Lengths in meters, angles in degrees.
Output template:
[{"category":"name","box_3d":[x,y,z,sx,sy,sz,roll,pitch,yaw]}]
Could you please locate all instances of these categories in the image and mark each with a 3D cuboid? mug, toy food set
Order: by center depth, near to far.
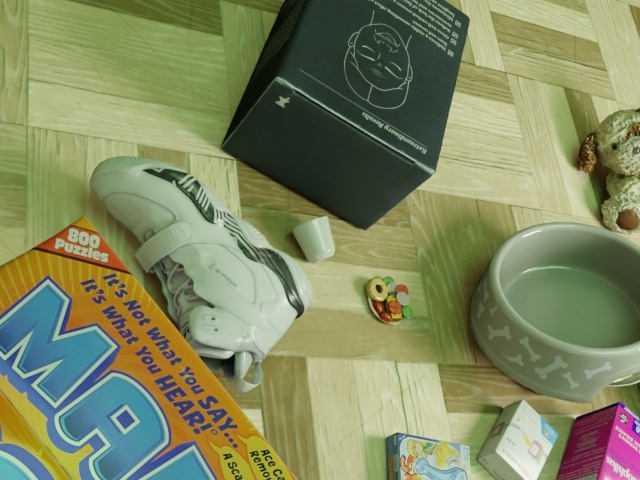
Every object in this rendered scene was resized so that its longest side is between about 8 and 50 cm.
[{"category":"mug","box_3d":[0.000,0.000,1.468,0.078,0.062,0.064,-17,82,-31]},{"category":"toy food set","box_3d":[0.115,0.098,1.508,0.082,0.020,0.083,-2,66,-33]}]

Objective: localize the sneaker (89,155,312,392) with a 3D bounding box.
[{"category":"sneaker","box_3d":[-0.189,0.048,1.268,0.365,0.137,0.210,37,48,-14]}]

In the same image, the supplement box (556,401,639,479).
[{"category":"supplement box","box_3d":[0.470,0.394,1.508,0.111,0.114,0.220,39,52,-9]}]

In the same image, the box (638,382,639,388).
[{"category":"box","box_3d":[0.762,0.224,1.746,0.289,0.177,0.279,9,61,-28]}]

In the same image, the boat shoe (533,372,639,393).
[{"category":"boat shoe","box_3d":[0.506,0.200,1.597,0.304,0.091,0.109,-11,72,-16]}]

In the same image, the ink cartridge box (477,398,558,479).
[{"category":"ink cartridge box","box_3d":[0.321,0.335,1.485,0.088,0.052,0.122,44,51,-4]}]

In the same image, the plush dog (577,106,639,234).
[{"category":"plush dog","box_3d":[0.668,-0.170,1.906,0.225,0.262,0.210,57,16,-5]}]

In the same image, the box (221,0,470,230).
[{"category":"box","box_3d":[0.054,-0.273,1.555,0.293,0.212,0.396,30,51,-15]}]

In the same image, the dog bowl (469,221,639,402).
[{"category":"dog bowl","box_3d":[0.431,0.105,1.545,0.348,0.102,0.349,1,43,-1]}]

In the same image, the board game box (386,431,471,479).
[{"category":"board game box","box_3d":[0.164,0.397,1.362,0.136,0.035,0.201,15,57,-25]}]

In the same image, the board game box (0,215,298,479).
[{"category":"board game box","box_3d":[-0.313,0.267,0.924,0.356,0.356,0.356,51,50,2]}]
